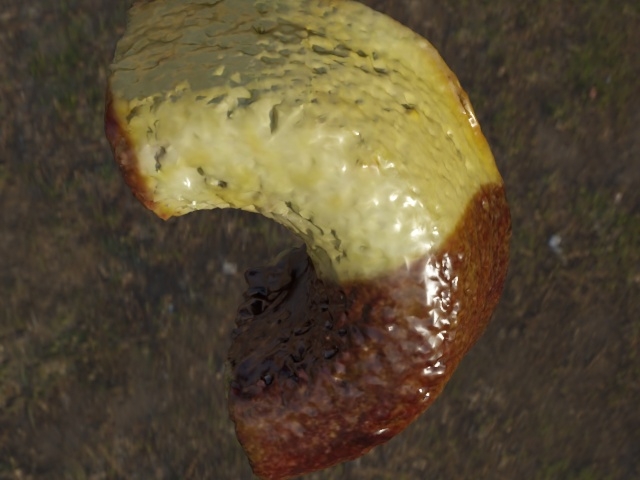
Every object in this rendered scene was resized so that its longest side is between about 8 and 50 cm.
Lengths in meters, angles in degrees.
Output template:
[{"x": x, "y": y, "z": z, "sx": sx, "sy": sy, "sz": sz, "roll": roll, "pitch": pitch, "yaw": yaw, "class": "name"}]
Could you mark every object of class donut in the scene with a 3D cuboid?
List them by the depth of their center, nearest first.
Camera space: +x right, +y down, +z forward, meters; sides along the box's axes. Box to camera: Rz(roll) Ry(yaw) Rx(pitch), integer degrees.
[{"x": -0.001, "y": -0.002, "z": 0.596, "sx": 0.141, "sy": 0.217, "sz": 0.085, "roll": -17, "pitch": 22, "yaw": 20, "class": "donut"}]
